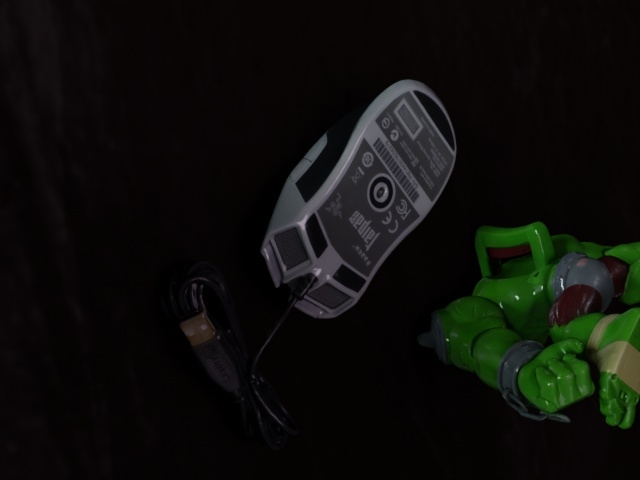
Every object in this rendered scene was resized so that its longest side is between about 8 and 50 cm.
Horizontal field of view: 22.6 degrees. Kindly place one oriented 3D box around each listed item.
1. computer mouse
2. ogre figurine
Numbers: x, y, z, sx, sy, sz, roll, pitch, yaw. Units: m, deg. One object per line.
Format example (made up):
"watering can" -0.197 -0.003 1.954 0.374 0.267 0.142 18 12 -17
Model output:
"computer mouse" 0.000 0.000 0.789 0.193 0.042 0.106 -52 124 -24
"ogre figurine" 0.142 0.037 0.889 0.197 0.118 0.096 -49 131 -31
